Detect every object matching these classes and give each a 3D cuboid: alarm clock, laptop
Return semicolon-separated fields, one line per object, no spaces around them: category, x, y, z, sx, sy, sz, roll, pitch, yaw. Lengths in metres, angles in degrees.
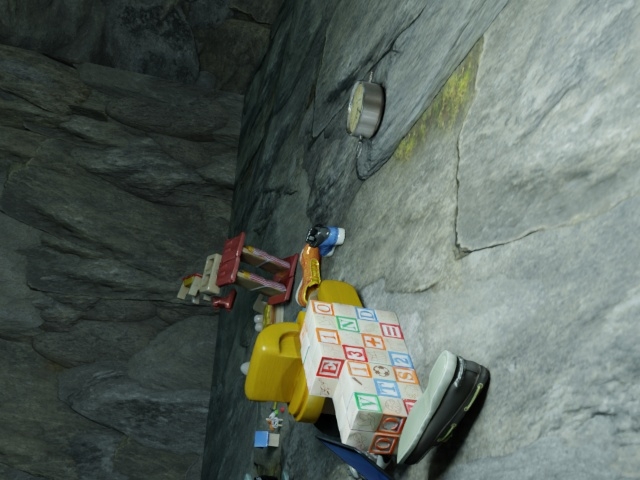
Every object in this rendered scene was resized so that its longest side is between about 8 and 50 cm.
alarm clock;0.100;-0.279;1.919;0.129;0.064;0.192;153;128;-73
laptop;0.079;0.448;1.312;0.234;0.136;0.265;152;121;-74

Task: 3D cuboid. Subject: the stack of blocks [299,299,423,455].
stack of blocks;0.069;0.234;1.471;0.297;0.171;0.087;-105;28;-58

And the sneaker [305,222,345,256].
sneaker;0.000;-0.001;2.085;0.152;0.084;0.058;140;138;-69

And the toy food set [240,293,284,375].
toy food set;-0.187;0.303;2.611;0.220;0.092;0.306;121;154;-56

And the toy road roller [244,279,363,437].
toy road roller;-0.031;0.229;1.727;0.330;0.240;0.203;-106;29;-60

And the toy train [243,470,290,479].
toy train;-0.112;0.670;1.994;0.334;0.142;0.190;-176;86;-76

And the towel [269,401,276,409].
towel;-0.135;0.457;2.472;0.060;0.009;0.083;155;123;-74

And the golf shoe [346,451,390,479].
golf shoe;0.097;0.338;1.528;0.094;0.077;0.198;-45;37;39

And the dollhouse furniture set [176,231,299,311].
dollhouse furniture set;-0.257;0.110;2.567;0.374;0.201;0.152;-19;54;54

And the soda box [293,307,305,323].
soda box;-0.039;0.244;2.101;0.210;0.071;0.067;122;153;-57

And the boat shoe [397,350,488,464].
boat shoe;0.174;0.259;1.238;0.081;0.068;0.228;-79;7;-53

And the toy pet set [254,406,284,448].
toy pet set;-0.152;0.528;2.373;0.122;0.065;0.114;130;147;-65

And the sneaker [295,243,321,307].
sneaker;-0.020;0.088;2.192;0.067;0.064;0.175;0;85;56
